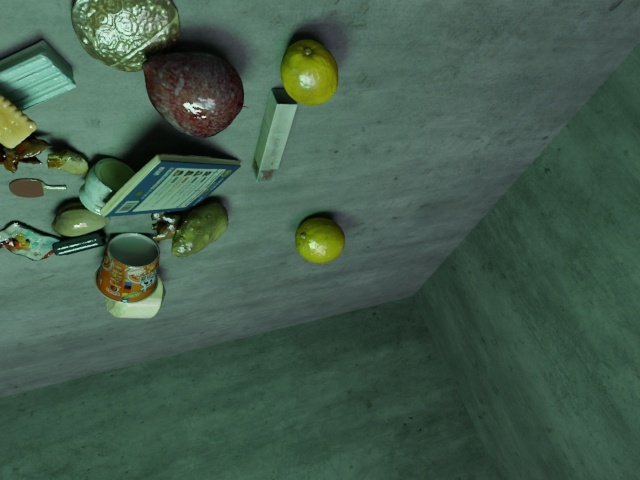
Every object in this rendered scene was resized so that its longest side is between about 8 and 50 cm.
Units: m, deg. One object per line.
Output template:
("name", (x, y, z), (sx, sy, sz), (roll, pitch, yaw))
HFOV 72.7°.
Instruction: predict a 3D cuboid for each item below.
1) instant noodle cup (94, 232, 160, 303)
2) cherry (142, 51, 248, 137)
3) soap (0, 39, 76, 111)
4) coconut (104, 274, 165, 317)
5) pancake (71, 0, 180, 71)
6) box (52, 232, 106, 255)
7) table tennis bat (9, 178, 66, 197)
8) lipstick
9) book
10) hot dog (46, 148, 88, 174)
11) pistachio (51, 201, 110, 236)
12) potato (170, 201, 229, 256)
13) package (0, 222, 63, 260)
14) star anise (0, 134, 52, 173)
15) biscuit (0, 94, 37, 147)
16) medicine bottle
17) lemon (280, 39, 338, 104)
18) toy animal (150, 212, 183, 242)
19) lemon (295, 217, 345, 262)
("instant noodle cup", (-0.771, 0.100, 1.767), (0.250, 0.250, 0.192), (0, 135, -35))
("cherry", (-0.343, -0.402, 1.194), (0.300, 0.203, 0.230), (17, 148, -39))
("soap", (-0.729, -0.397, 1.074), (0.198, 0.063, 0.114), (-22, 153, 2))
("coconut", (-0.828, 0.241, 1.980), (0.244, 0.239, 0.239), (11, 139, -43))
("pancake", (-0.473, -0.524, 1.061), (0.250, 0.031, 0.250), (-17, 153, -9))
("box", (-0.875, 0.013, 1.592), (0.160, 0.050, 0.230), (-17, -174, -22))
("table tennis bat", (-0.914, -0.170, 1.408), (0.156, 0.013, 0.087), (-4, 146, -27))
("lipstick", (-0.168, -0.356, 1.525), (0.076, 0.080, 0.371), (-7, 150, -24))
("book", (-0.487, -0.184, 1.475), (0.300, 0.039, 0.428), (-36, 173, 22))
("hot dog", (-0.772, -0.243, 1.312), (0.078, 0.061, 0.169), (-27, 175, 2))
("pistachio", (-0.835, -0.073, 1.516), (0.185, 0.124, 0.124), (-7, 149, -26))
("potato", (-0.478, -0.044, 1.716), (0.296, 0.141, 0.191), (-53, 179, -44))
("package", (-1.073, 0.013, 1.595), (0.166, 0.040, 0.232), (-26, 153, 8))
("star anise", (-0.881, -0.241, 1.200), (0.196, 0.111, 0.212), (-20, -169, 41))
("biscuit", (-0.820, -0.329, 1.029), (0.160, 0.030, 0.250), (-15, 135, 33))
("medicine bottle", (-0.689, -0.172, 1.416), (0.147, 0.147, 0.143), (10, 143, -45))
("lemon", (-0.032, -0.491, 1.288), (0.170, 0.170, 0.207), (-22, 156, 1))
("toy animal", (-0.631, -0.050, 1.749), (0.188, 0.089, 0.179), (-34, 146, 22))
("lemon", (-0.003, 0.000, 2.119), (0.263, 0.236, 0.236), (30, 126, -31))
